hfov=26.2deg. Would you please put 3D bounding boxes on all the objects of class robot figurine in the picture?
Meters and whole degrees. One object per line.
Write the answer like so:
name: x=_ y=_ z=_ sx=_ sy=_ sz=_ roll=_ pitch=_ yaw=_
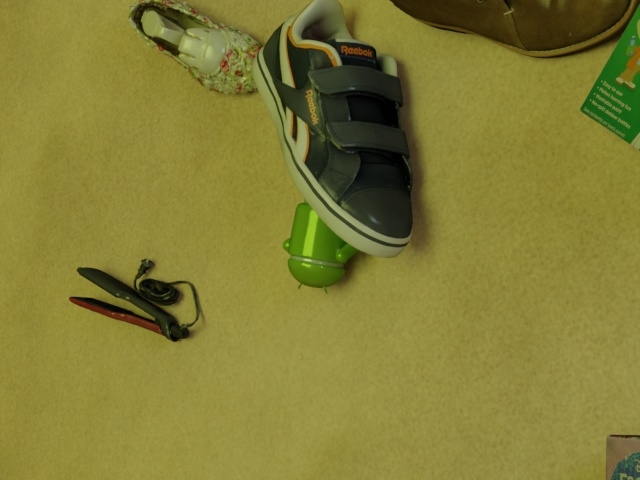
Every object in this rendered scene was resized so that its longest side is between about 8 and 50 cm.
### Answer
robot figurine: x=0.000 y=0.000 z=1.525 sx=0.101 sy=0.067 sz=0.115 roll=9 pitch=90 yaw=45

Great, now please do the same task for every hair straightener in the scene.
hair straightener: x=-0.233 y=0.066 z=1.750 sx=0.230 sy=0.047 sz=0.089 roll=18 pitch=96 yaw=44

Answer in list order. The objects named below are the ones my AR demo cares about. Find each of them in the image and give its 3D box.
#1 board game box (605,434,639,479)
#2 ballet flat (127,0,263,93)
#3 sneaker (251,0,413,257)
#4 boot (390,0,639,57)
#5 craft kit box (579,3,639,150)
board game box: x=0.322 y=0.315 z=1.067 sx=0.318 sy=0.066 sz=0.318 roll=160 pitch=113 yaw=-72
ballet flat: x=-0.161 y=-0.243 z=1.713 sx=0.241 sy=0.077 sz=0.091 roll=29 pitch=103 yaw=42
sneaker: x=0.026 y=-0.133 z=1.482 sx=0.127 sy=0.126 sz=0.321 roll=-51 pitch=51 yaw=32
boot: x=0.173 y=-0.251 z=1.371 sx=0.305 sy=0.115 sz=0.112 roll=13 pitch=90 yaw=43
craft kit box: x=0.378 y=-0.158 z=1.191 sx=0.250 sy=0.061 sz=0.247 roll=44 pitch=111 yaw=42
